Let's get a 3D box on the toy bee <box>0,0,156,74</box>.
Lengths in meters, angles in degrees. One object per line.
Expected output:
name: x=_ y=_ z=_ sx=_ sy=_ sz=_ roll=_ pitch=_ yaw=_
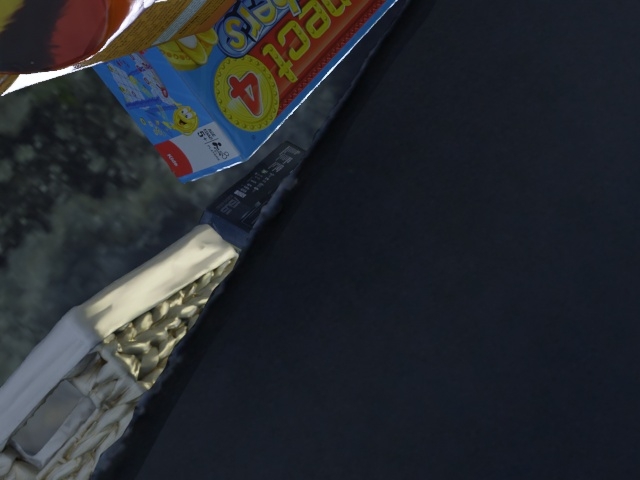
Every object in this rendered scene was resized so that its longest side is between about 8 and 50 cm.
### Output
toy bee: x=-0.118 y=-0.191 z=0.370 sx=0.195 sy=0.162 sz=0.298 roll=-9 pitch=-77 yaw=-78

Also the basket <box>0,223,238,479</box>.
basket: x=-0.082 y=0.080 z=0.788 sx=0.113 sy=0.103 sz=0.167 roll=-47 pitch=-3 yaw=24

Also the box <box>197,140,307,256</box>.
box: x=0.000 y=0.000 z=1.513 sx=0.059 sy=0.183 sz=0.232 roll=-65 pitch=-7 yaw=26

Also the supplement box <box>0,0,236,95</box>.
supplement box: x=-0.135 y=-0.165 z=1.030 sx=0.080 sy=0.078 sz=0.233 roll=-40 pitch=-6 yaw=37

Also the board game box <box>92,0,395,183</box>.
board game box: x=-0.086 y=-0.257 z=1.243 sx=0.302 sy=0.086 sz=0.308 roll=52 pitch=-126 yaw=-18

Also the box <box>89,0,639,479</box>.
box: x=0.235 y=0.169 z=0.566 sx=0.297 sy=0.480 sz=0.472 roll=-59 pitch=-23 yaw=-16
